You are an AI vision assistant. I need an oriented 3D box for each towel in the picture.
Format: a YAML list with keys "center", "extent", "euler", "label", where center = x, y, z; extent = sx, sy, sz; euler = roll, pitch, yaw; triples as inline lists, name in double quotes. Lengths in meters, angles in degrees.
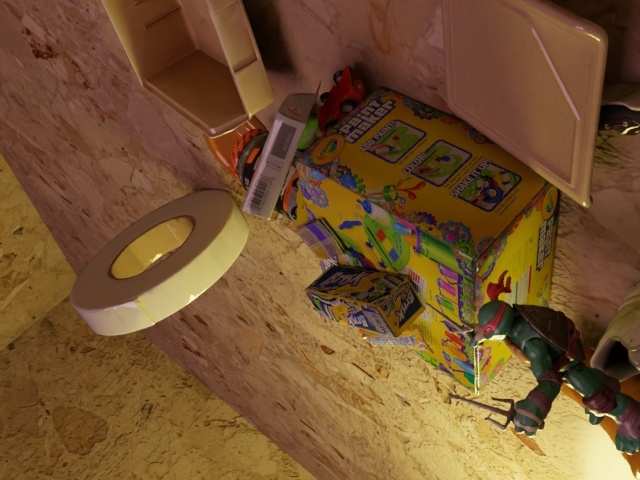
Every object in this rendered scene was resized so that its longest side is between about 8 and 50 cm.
- center: [0.000, 0.000, 1.048]
  extent: [0.060, 0.009, 0.083]
  euler: [53, 157, -10]
  label: "towel"

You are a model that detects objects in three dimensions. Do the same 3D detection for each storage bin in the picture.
- center: [-0.205, -0.317, 1.136]
  extent: [0.260, 0.123, 0.262]
  euler: [38, 156, 43]
  label: "storage bin"

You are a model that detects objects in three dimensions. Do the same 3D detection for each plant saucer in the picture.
- center: [-0.149, -0.170, 1.426]
  extent: [0.200, 0.037, 0.200]
  euler: [37, 154, 22]
  label: "plant saucer"

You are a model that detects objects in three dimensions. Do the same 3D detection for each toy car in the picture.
- center: [-0.008, -0.150, 1.146]
  extent: [0.225, 0.053, 0.239]
  euler: [49, 125, 57]
  label: "toy car"

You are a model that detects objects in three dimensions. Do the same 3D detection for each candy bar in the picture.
- center: [0.102, 0.134, 1.076]
  extent: [0.040, 0.018, 0.161]
  euler: [53, 156, -14]
  label: "candy bar"

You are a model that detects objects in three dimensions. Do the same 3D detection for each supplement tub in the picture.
- center: [-0.050, -0.102, 1.269]
  extent: [0.190, 0.117, 0.117]
  euler: [32, 152, 30]
  label: "supplement tub"

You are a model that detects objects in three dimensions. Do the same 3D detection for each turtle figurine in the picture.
- center: [0.225, 0.128, 0.816]
  extent: [0.234, 0.175, 0.118]
  euler: [30, 115, -11]
  label: "turtle figurine"

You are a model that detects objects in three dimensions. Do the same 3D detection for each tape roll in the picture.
- center: [-0.328, 0.038, 1.608]
  extent: [0.392, 0.392, 0.072]
  euler: [11, 138, 53]
  label: "tape roll"

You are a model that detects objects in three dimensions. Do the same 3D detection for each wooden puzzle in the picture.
- center: [0.204, -0.170, 0.801]
  extent: [0.221, 0.044, 0.239]
  euler: [47, 165, 39]
  label: "wooden puzzle"

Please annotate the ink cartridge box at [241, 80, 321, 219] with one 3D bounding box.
- center: [-0.049, -0.130, 1.037]
  extent: [0.045, 0.179, 0.146]
  euler: [20, 119, -6]
  label: "ink cartridge box"

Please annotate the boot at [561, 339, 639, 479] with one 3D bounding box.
- center: [0.347, 0.197, 0.970]
  extent: [0.211, 0.104, 0.295]
  euler: [34, -172, 30]
  label: "boot"

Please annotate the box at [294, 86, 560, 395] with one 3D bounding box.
- center: [0.143, 0.001, 1.037]
  extent: [0.279, 0.177, 0.290]
  euler: [31, 152, 31]
  label: "box"

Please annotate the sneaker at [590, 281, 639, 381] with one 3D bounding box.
- center: [0.393, 0.085, 0.817]
  extent: [0.111, 0.129, 0.297]
  euler: [44, 155, 9]
  label: "sneaker"

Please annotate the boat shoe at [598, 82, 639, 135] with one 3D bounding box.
- center: [0.299, -0.124, 0.745]
  extent: [0.133, 0.049, 0.042]
  euler: [16, 138, 61]
  label: "boat shoe"

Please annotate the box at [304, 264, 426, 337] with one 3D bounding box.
- center: [0.053, 0.075, 1.010]
  extent: [0.169, 0.059, 0.054]
  euler: [7, 134, 57]
  label: "box"
